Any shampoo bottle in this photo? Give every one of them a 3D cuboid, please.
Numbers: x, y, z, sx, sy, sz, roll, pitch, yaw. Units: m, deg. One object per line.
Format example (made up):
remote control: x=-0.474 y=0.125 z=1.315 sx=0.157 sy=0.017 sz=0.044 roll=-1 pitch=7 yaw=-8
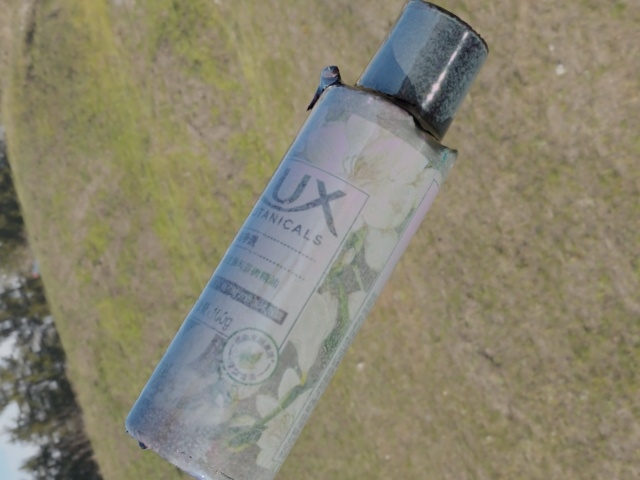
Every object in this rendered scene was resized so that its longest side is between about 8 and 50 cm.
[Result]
shampoo bottle: x=0.000 y=0.000 z=0.412 sx=0.072 sy=0.214 sz=0.072 roll=30 pitch=172 yaw=5
